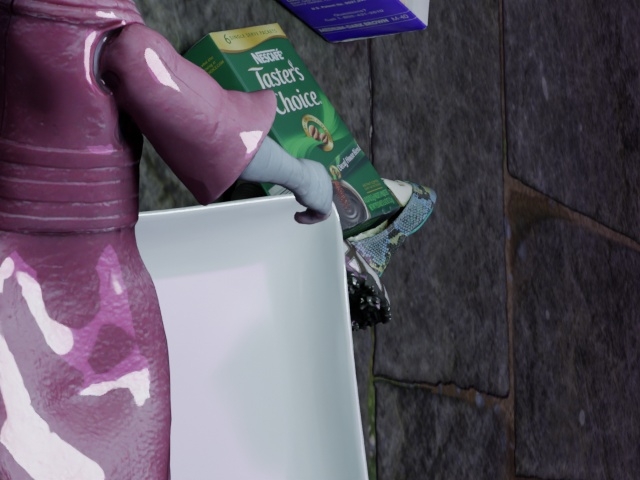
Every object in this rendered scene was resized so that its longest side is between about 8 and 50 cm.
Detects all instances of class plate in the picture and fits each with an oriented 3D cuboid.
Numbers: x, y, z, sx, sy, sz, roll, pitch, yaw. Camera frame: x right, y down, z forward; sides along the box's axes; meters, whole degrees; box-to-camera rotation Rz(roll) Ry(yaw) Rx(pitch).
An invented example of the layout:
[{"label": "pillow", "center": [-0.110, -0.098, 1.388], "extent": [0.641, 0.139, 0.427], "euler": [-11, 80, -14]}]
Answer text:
[{"label": "plate", "center": [-0.105, 0.118, 1.061], "extent": [0.278, 0.045, 0.277], "euler": [-6, 89, -25]}]

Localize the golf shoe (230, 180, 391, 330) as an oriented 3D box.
[{"label": "golf shoe", "center": [0.000, 0.000, 1.364], "extent": [0.198, 0.077, 0.094], "euler": [47, 39, -42]}]

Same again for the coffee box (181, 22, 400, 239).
[{"label": "coffee box", "center": [-0.023, -0.083, 1.304], "extent": [0.184, 0.040, 0.113], "euler": [57, 29, 8]}]

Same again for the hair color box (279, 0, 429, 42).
[{"label": "hair color box", "center": [-0.021, -0.313, 1.366], "extent": [0.339, 0.110, 0.185], "euler": [29, 60, -55]}]

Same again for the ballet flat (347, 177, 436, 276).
[{"label": "ballet flat", "center": [0.051, -0.019, 1.488], "extent": [0.188, 0.070, 0.070], "euler": [-55, 132, -54]}]

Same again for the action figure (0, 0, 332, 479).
[{"label": "action figure", "center": [-0.156, -0.028, 0.862], "extent": [0.276, 0.248, 0.370], "euler": [-14, 114, -59]}]
